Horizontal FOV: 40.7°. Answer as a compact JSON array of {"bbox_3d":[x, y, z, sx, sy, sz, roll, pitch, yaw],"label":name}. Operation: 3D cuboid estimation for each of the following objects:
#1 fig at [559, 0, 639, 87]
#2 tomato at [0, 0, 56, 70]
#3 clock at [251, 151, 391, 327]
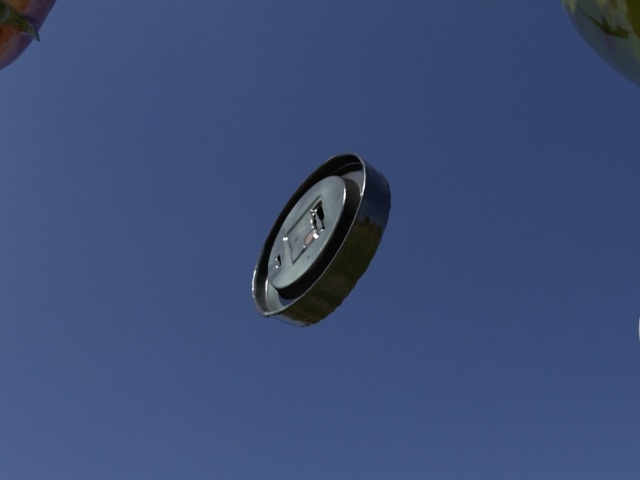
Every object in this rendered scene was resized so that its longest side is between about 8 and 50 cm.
[{"bbox_3d":[0.302,-0.210,0.582,0.326,0.258,0.258,5,-35,-45],"label":"fig"},{"bbox_3d":[-0.410,-0.305,0.902,0.265,0.264,0.264,1,-42,1],"label":"tomato"},{"bbox_3d":[0.000,0.000,0.851,0.040,0.184,0.184,31,-50,-23],"label":"clock"}]
